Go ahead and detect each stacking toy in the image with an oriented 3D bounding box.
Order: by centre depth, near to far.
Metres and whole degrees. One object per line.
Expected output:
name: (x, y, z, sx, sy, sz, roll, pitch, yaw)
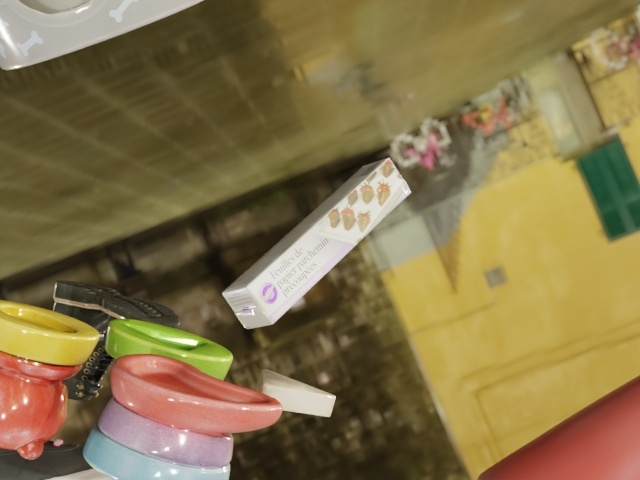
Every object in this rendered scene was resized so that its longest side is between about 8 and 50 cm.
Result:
stacking toy: (-0.165, 0.167, 1.320, 0.309, 0.130, 0.279, 20, -175, 36)

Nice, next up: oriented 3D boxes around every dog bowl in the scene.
dog bowl: (-0.294, -0.324, 1.840, 0.348, 0.102, 0.349, -19, -165, 5)

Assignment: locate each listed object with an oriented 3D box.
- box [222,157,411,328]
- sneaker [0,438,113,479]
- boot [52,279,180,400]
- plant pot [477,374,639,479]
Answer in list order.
box: (0.000, 0.000, 1.901, 0.067, 0.063, 0.324, -17, -160, 51)
sneaker: (-0.333, 0.197, 1.418, 0.295, 0.147, 0.104, -5, 168, -14)
boot: (-0.236, 0.129, 1.565, 0.076, 0.137, 0.198, 7, -175, -41)
plant pot: (0.341, 0.276, 1.476, 0.243, 0.275, 0.275, -43, 177, 4)
